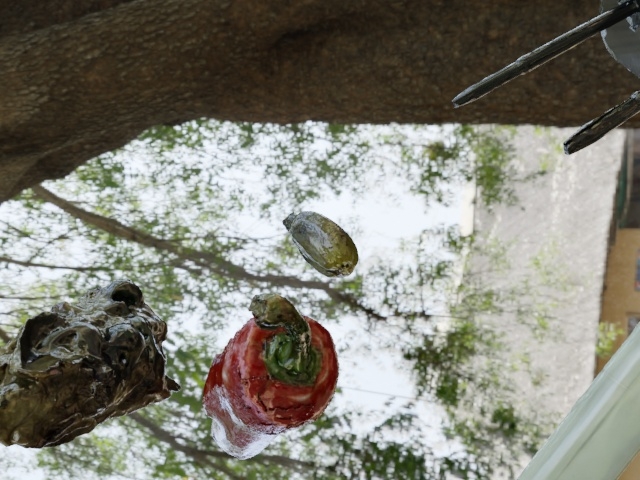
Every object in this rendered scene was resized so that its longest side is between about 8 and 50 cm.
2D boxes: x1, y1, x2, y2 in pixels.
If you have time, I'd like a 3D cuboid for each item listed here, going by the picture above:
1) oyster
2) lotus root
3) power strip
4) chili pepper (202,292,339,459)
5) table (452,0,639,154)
[{"bbox_3d":[-0.350,0.156,0.952,0.361,0.221,0.096,-12,-40,-57],"label":"oyster"},{"bbox_3d":[0.000,0.000,0.700,0.049,0.099,0.054,-41,-30,-18],"label":"lotus root"},{"bbox_3d":[0.220,0.173,0.550,0.338,0.058,0.098,-55,-27,5],"label":"power strip"},{"bbox_3d":[-0.059,0.146,0.639,0.110,0.110,0.387,-67,5,-32],"label":"chili pepper"},{"bbox_3d":[0.284,-0.250,0.707,0.317,0.249,0.317,158,90,-84],"label":"table"}]
